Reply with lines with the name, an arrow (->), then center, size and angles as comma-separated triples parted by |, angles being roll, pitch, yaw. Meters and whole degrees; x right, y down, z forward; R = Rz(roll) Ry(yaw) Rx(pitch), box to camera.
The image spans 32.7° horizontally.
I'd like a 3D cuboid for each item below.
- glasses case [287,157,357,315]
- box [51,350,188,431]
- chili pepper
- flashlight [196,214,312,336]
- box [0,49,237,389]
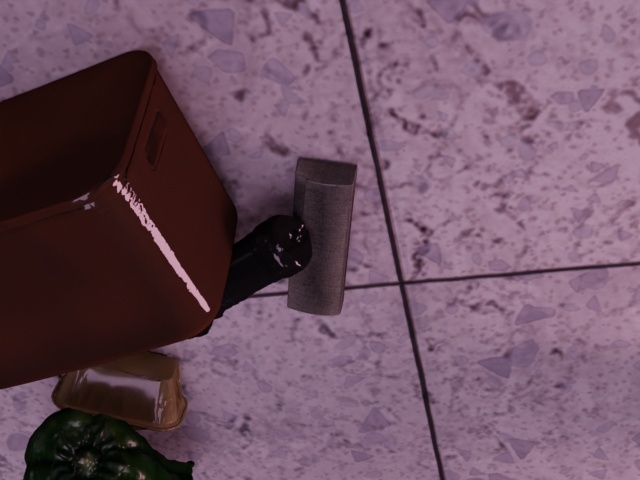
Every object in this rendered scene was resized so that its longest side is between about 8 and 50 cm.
glasses case -> 0.000, 0.000, 1.283 | 0.071, 0.047, 0.205 | 7, 131, 2
box -> -0.264, 0.201, 1.452 | 0.177, 0.111, 0.111 | 12, 130, -2
chili pepper -> -0.285, 0.354, 1.474 | 0.213, 0.167, 0.385 | 7, 157, 4
flashlight -> -0.104, 0.040, 1.286 | 0.093, 0.093, 0.232 | 40, 131, -24
box -> -0.285, -0.010, 1.189 | 0.339, 0.239, 0.229 | -16, 128, 20
